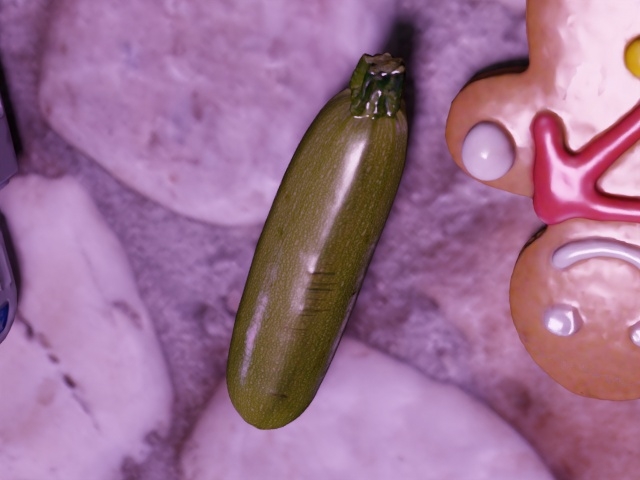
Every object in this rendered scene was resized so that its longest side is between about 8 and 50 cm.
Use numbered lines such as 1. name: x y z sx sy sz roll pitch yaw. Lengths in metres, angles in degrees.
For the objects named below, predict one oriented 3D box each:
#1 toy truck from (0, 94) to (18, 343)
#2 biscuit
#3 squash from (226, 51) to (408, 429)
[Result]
1. toy truck: -0.260 -0.038 1.072 0.155 0.124 0.268 -7 107 15
2. biscuit: 0.173 -0.062 0.963 0.216 0.047 0.340 15 115 13
3. squash: 0.000 0.000 1.033 0.066 0.066 0.252 25 116 7
